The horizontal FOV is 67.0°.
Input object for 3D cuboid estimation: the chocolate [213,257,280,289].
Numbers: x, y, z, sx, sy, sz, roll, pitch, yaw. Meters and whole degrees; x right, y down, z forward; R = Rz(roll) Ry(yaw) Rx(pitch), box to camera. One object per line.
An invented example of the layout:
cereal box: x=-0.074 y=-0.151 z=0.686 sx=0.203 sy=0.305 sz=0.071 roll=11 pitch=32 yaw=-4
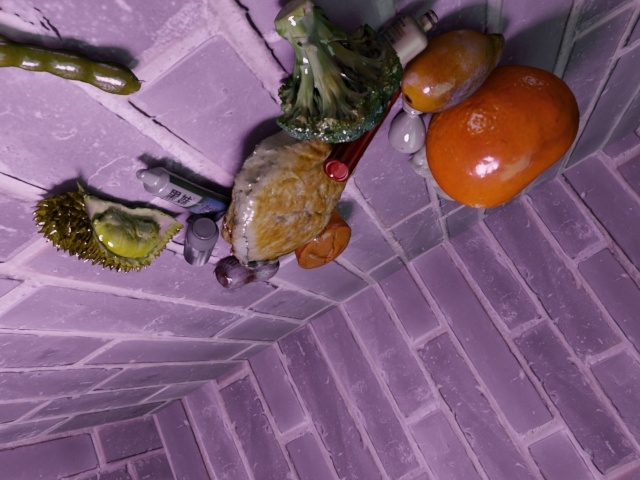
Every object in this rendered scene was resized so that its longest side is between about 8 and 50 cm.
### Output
chocolate: x=-0.242 y=0.099 z=1.638 sx=0.247 sy=0.110 sz=0.110 roll=-17 pitch=157 yaw=-37

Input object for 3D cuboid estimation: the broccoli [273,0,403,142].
broccoli: x=0.013 y=-0.298 z=0.862 sx=0.254 sy=0.269 sz=0.269 roll=-36 pitch=160 yaw=6

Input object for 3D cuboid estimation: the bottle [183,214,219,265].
bottle: x=-0.321 y=-0.001 z=1.272 sx=0.079 sy=0.096 sz=0.253 roll=-44 pitch=-179 yaw=-24

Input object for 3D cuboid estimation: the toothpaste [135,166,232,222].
toothpaste: x=-0.298 y=-0.100 z=1.134 sx=0.098 sy=0.061 sz=0.392 roll=-28 pitch=163 yaw=12

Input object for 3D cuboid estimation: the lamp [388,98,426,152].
lamp: x=0.239 y=-0.313 z=1.283 sx=0.106 sy=0.106 sz=0.193 roll=-23 pitch=152 yaw=-15

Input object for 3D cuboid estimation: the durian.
durian: x=-0.469 y=-0.026 z=1.070 sx=0.169 sy=0.158 sz=0.351 roll=-66 pitch=156 yaw=0

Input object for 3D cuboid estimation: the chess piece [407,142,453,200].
chess piece: x=0.418 y=-0.258 z=1.626 sx=0.175 sy=0.176 sz=0.298 roll=-36 pitch=146 yaw=21

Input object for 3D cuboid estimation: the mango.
mango: x=0.312 y=-0.399 z=1.117 sx=0.316 sy=0.146 sz=0.193 roll=-34 pitch=166 yaw=-29

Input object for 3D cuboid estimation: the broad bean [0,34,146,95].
broad bean: x=-0.376 y=-0.247 z=0.684 sx=0.052 sy=0.053 sz=0.256 roll=6 pitch=-172 yaw=43

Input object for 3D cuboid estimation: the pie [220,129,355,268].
pie: x=-0.080 y=-0.129 z=1.208 sx=0.395 sy=0.180 sz=0.418 roll=-26 pitch=153 yaw=-41

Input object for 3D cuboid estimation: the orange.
orange: x=0.481 y=-0.289 z=1.329 sx=0.423 sy=0.326 sz=0.424 roll=-38 pitch=168 yaw=-10

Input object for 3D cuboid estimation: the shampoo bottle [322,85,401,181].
shampoo bottle: x=0.099 y=-0.256 z=1.093 sx=0.260 sy=0.064 sz=0.102 roll=-58 pitch=-178 yaw=-17

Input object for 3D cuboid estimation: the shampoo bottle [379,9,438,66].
shampoo bottle: x=0.166 y=-0.404 z=0.984 sx=0.162 sy=0.079 sz=0.079 roll=-36 pitch=159 yaw=18

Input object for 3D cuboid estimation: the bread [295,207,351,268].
bread: x=0.000 y=0.000 z=1.669 sx=0.195 sy=0.143 sz=0.270 roll=-18 pitch=160 yaw=-26
